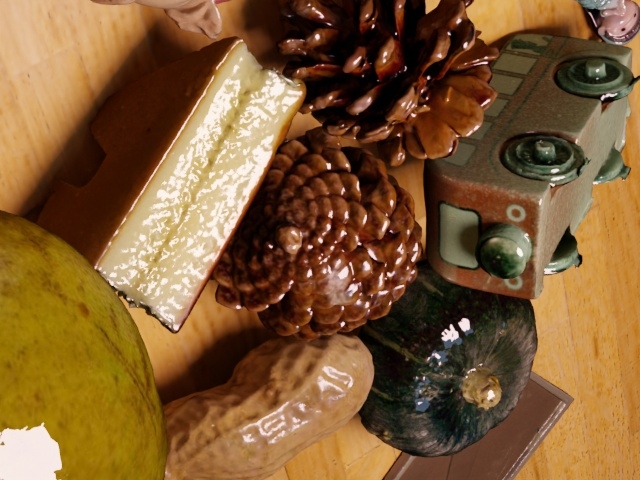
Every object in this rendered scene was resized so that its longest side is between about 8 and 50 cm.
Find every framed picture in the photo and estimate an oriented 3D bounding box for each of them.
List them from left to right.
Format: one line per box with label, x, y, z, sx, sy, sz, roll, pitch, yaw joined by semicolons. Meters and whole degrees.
framed picture;0.160;0.247;1.994;0.189;0.023;0.260;32;95;-46

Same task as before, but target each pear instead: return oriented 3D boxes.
pear;-0.294;0.150;1.353;0.413;0.352;0.352;8;112;-44

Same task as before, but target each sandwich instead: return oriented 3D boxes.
sandwich;-0.120;-0.059;1.496;0.122;0.128;0.236;31;91;-43

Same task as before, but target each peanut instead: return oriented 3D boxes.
peanut;-0.058;0.160;1.665;0.233;0.110;0.197;-33;176;-15

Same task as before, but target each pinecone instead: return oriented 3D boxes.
pinecone;0.000;0.002;1.598;0.185;0.169;0.212;-13;151;20
pinecone;0.054;-0.160;1.532;0.195;0.179;0.150;16;127;-20

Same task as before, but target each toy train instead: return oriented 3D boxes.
toy train;0.189;-0.074;1.645;0.326;0.159;0.129;-53;147;-48

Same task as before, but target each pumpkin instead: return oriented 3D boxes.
pumpkin;0.125;0.116;1.787;0.211;0.152;0.212;-22;121;-43

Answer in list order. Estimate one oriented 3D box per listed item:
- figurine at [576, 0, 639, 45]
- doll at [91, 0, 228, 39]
figurine;0.279;-0.229;1.765;0.060;0.047;0.106;-53;135;-11
doll;-0.125;-0.257;1.346;0.256;0.152;0.196;4;127;-45
